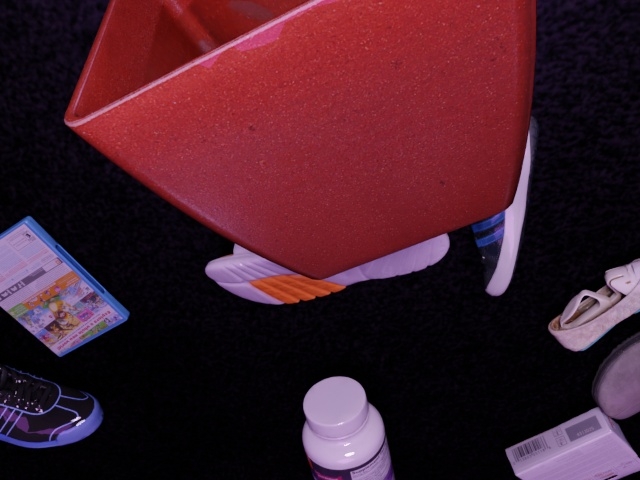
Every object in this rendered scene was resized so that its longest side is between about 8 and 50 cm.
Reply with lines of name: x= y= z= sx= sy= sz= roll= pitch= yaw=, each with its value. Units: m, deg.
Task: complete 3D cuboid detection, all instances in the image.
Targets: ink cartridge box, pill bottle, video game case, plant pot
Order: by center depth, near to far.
plant pot: x=0.014 y=-0.128 z=0.468 sx=0.267 sy=0.268 sz=0.236 roll=-21 pitch=134 yaw=14
video game case: x=-0.328 y=0.060 z=0.724 sx=0.119 sy=0.015 sz=0.166 roll=-28 pitch=118 yaw=17
pill bottle: x=0.036 y=0.276 z=0.798 sx=0.108 sy=0.108 sz=0.194 roll=-9 pitch=122 yaw=7
ink cartridge box: x=0.368 y=0.309 z=0.865 sx=0.145 sy=0.045 sz=0.179 roll=-34 pitch=134 yaw=20

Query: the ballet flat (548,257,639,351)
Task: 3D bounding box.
ballet flat: x=0.330 y=0.065 z=0.690 sx=0.052 sy=0.057 sz=0.168 roll=34 pitch=117 yaw=-8

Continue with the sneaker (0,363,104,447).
sneaker: x=-0.401 y=0.203 z=0.778 sx=0.232 sy=0.081 sz=0.091 roll=4 pitch=130 yaw=0

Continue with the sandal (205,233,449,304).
sandal: x=0.005 y=0.005 z=0.644 sx=0.265 sy=0.076 sz=0.102 roll=-12 pitch=146 yaw=22

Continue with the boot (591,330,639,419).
boot: x=0.428 y=0.163 z=0.685 sx=0.083 sy=0.161 sz=0.247 roll=30 pitch=118 yaw=-16

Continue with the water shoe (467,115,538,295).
water shoe: x=0.173 y=-0.038 z=0.629 sx=0.080 sy=0.073 sz=0.203 roll=11 pitch=121 yaw=20
